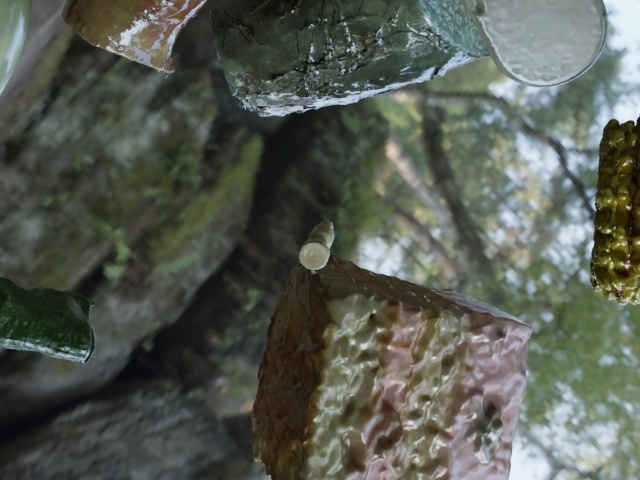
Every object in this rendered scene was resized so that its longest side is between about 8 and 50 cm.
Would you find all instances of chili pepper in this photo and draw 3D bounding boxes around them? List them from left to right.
[{"bbox_3d":[-0.466,0.103,2.116,0.099,0.270,0.136,-52,-150,37],"label":"chili pepper"}]

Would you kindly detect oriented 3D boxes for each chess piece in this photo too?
[{"bbox_3d":[0.000,0.000,1.693,0.035,0.035,0.092,-36,-168,23],"label":"chess piece"}]

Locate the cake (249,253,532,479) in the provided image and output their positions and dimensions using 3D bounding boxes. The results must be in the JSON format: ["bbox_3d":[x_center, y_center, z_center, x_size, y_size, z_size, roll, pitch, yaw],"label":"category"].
[{"bbox_3d":[0.082,0.193,1.941,0.293,0.306,0.314,-147,-114,-66],"label":"cake"}]

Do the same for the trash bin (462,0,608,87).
[{"bbox_3d":[0.197,-0.306,1.482,0.121,0.243,0.247,-24,-156,16],"label":"trash bin"}]

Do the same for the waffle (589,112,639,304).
[{"bbox_3d":[0.311,-0.030,1.479,0.197,0.070,0.193,70,27,-72],"label":"waffle"}]

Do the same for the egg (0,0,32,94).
[{"bbox_3d":[-0.353,-0.164,1.150,0.295,0.218,0.218,-56,-164,32],"label":"egg"}]

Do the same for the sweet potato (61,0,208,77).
[{"bbox_3d":[-0.128,-0.311,1.385,0.337,0.131,0.131,-54,-162,29],"label":"sweet potato"}]

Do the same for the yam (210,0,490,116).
[{"bbox_3d":[0.046,-0.286,1.771,0.348,0.241,0.241,-18,-145,28],"label":"yam"}]
